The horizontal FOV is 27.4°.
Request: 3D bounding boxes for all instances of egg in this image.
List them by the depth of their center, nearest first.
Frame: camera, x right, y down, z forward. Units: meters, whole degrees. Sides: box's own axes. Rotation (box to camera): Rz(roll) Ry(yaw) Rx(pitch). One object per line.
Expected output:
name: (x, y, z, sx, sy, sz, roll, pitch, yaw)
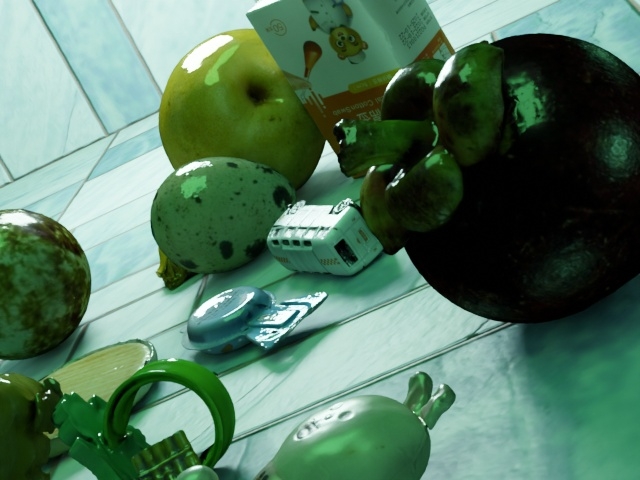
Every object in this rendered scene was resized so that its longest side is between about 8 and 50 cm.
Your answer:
egg: (-0.147, -0.042, 2.001, 0.228, 0.177, 0.177, -14, 15, -10)
egg: (-0.479, 0.066, 2.083, 0.238, 0.238, 0.289, -26, 6, 7)

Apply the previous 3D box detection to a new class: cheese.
cheese: (-0.099, 0.104, 1.714, 0.245, 0.052, 0.135, -4, 32, 51)

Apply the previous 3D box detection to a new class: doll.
doll: (0.001, 0.216, 1.173, 0.275, 0.113, 0.155, -24, 14, -14)

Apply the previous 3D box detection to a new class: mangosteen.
mangosteen: (0.203, -0.071, 1.335, 0.330, 0.330, 0.330, -25, 18, 9)

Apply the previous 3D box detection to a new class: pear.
pear: (-0.126, -0.206, 2.213, 0.314, 0.314, 0.314, -25, 18, 9)

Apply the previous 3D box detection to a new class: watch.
watch: (-0.180, 0.191, 1.388, 0.152, 0.165, 0.131, -42, -2, 12)

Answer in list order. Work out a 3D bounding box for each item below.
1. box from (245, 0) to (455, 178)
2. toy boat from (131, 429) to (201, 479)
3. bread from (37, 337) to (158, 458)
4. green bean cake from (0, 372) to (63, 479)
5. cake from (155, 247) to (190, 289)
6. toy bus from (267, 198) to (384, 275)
box: (0.077, -0.278, 2.058, 0.225, 0.341, 0.143, -12, 32, 43)
toy boat: (-0.140, 0.248, 1.307, 0.063, 0.016, 0.115, -29, 58, -7)
bread: (-0.329, 0.218, 1.752, 0.267, 0.040, 0.267, -24, 17, 8)
green bean cake: (-0.441, 0.285, 1.437, 0.310, 0.285, 0.202, -4, -6, 0)
cake: (-0.203, -0.005, 2.095, 0.185, 0.079, 0.116, -34, 17, 16)
toy bus: (0.000, 0.000, 1.811, 0.089, 0.087, 0.194, -47, 25, -24)
